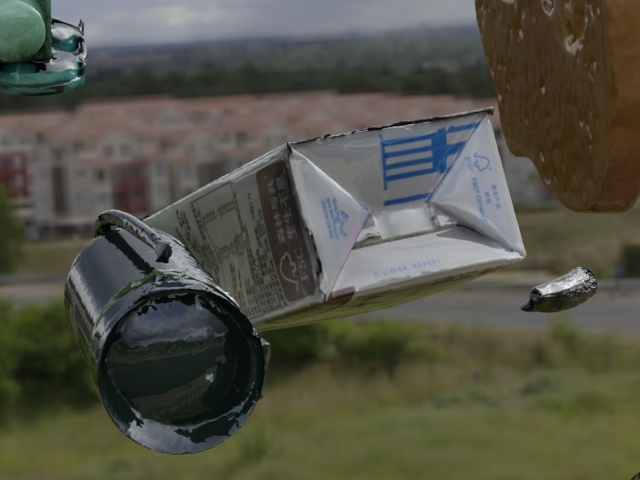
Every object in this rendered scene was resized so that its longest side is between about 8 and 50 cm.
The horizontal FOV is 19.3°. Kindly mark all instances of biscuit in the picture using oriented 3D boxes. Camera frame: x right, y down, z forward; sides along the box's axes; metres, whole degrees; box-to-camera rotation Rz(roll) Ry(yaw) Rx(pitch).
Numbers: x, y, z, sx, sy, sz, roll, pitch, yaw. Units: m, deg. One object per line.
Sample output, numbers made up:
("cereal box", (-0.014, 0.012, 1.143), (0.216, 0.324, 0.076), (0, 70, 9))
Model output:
("biscuit", (0.227, -0.223, 1.758), (0.062, 0.385, 0.365), (-11, 19, -13))

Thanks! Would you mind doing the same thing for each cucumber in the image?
("cucumber", (0.233, 0.053, 1.820), (0.033, 0.034, 0.135), (-52, -15, 29))

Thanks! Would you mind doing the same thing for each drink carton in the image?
("drink carton", (0.000, 0.000, 1.545), (0.194, 0.132, 0.324), (-10, -5, -28))

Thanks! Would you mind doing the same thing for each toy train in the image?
("toy train", (-0.233, -0.162, 1.225), (0.163, 0.112, 0.203), (-2, 19, -8))

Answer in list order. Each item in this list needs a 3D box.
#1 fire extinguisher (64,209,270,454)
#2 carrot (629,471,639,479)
("fire extinguisher", (-0.101, 0.042, 1.111), (0.093, 0.118, 0.294), (-25, 14, -7))
("carrot", (0.175, 0.121, 0.862), (0.074, 0.358, 0.074), (39, 15, -12))
